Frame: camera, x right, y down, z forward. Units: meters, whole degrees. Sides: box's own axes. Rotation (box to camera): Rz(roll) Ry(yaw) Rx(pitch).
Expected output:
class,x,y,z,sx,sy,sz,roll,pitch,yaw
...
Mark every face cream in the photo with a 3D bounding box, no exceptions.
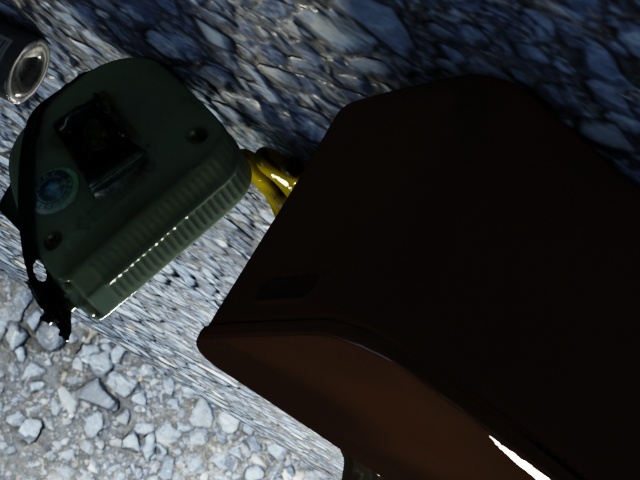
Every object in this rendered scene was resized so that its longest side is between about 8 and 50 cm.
class,x,y,z,sx,sy,sz,roll,pitch,yaw
face cream,-0.407,-0.227,1.734,0.284,0.073,0.073,27,166,17

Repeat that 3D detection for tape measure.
class,x,y,z,sx,sy,sz,roll,pitch,yaw
tape measure,-0.205,-0.055,1.554,0.207,0.235,0.115,45,173,34

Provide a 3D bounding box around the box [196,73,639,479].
class,x,y,z,sx,sy,sz,roll,pitch,yaw
box,0.127,0.065,1.265,0.339,0.229,0.239,38,157,-25

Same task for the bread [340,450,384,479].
class,x,y,z,sx,sy,sz,roll,pitch,yaw
bread,0.138,0.186,1.678,0.388,0.236,0.183,-37,-73,-83

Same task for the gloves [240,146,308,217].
class,x,y,z,sx,sy,sz,roll,pitch,yaw
gloves,-0.001,0.000,1.650,0.133,0.116,0.294,12,153,24
